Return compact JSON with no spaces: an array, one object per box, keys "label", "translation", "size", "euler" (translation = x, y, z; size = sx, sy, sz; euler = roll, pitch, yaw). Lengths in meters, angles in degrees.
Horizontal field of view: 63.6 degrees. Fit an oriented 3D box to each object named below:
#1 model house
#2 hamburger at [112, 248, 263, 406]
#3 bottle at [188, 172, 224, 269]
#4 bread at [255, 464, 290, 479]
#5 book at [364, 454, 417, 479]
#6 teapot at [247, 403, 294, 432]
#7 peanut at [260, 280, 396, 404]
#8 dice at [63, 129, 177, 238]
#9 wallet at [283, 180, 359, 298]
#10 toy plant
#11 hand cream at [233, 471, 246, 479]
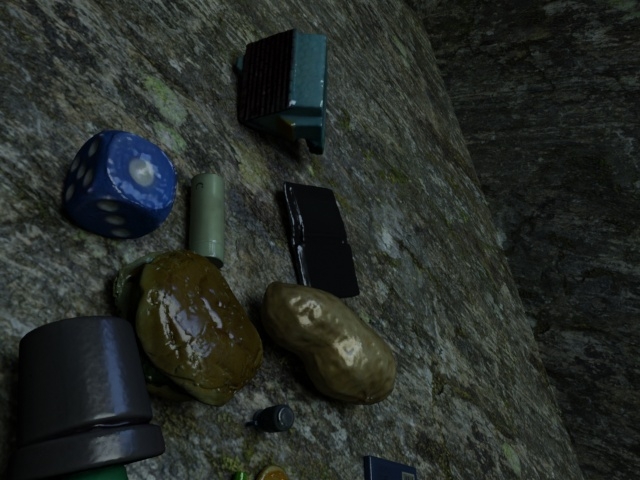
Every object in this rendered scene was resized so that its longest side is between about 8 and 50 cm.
[{"label":"model house","translation":[-0.109,-0.394,1.413],"size":[0.230,0.249,0.280],"euler":[84,9,-68]},{"label":"hamburger","translation":[-0.215,0.138,0.885],"size":[0.284,0.134,0.265],"euler":[61,25,-4]},{"label":"bottle","translation":[-0.234,-0.040,1.068],"size":[0.072,0.072,0.201],"euler":[25,48,-43]},{"label":"bread","translation":[-0.084,0.474,0.956],"size":[0.110,0.024,0.110],"euler":[33,43,-38]},{"label":"book","translation":[0.171,0.647,1.180],"size":[0.191,0.025,0.269],"euler":[31,45,-37]},{"label":"teapot","translation":[-0.093,0.345,0.981],"size":[0.063,0.083,0.049],"euler":[-37,96,-48]},{"label":"peanut","translation":[0.016,0.231,1.137],"size":[0.387,0.170,0.192],"euler":[44,42,-20]},{"label":"dice","translation":[-0.343,-0.093,0.892],"size":[0.146,0.146,0.143],"euler":[28,49,-42]},{"label":"wallet","translation":[0.000,0.000,1.384],"size":[0.247,0.041,0.322],"euler":[1,70,-52]},{"label":"toy plant","translation":[-0.288,0.310,0.660],"size":[0.279,0.186,0.400],"euler":[91,-16,-66]},{"label":"hand cream","translation":[-0.146,0.461,0.881],"size":[0.036,0.023,0.121],"euler":[46,37,-42]}]
